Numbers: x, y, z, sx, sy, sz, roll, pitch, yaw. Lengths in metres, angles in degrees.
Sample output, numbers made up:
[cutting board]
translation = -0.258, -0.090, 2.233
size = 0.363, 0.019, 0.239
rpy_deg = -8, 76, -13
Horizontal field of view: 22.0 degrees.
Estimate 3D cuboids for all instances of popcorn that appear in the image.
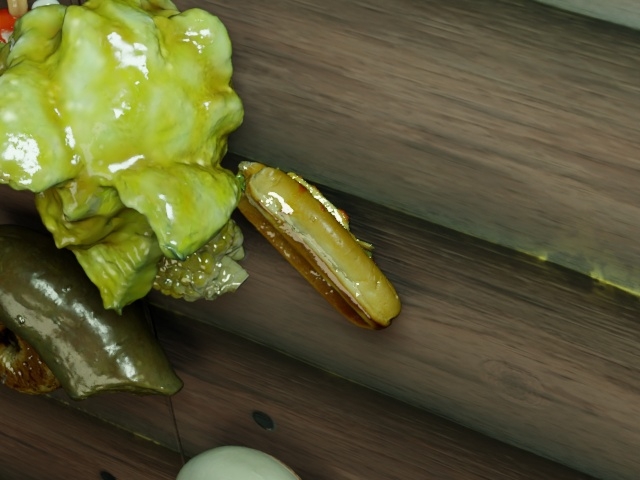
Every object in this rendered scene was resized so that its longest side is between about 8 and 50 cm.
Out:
[popcorn]
translation = -0.195, -0.102, 1.721
size = 0.326, 0.290, 0.321
rpy_deg = 36, 169, 45

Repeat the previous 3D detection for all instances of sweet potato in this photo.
[sweet potato]
translation = -0.341, 0.090, 2.183
size = 0.369, 0.158, 0.158
rpy_deg = 49, 144, -2

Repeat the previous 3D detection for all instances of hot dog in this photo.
[hot dog]
translation = 0.000, 0.000, 1.843
size = 0.250, 0.076, 0.104
rpy_deg = 47, 163, -6

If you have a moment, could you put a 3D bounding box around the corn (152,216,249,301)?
[corn]
translation = -0.229, -0.044, 1.947
size = 0.347, 0.130, 0.130
rpy_deg = 36, 145, 12

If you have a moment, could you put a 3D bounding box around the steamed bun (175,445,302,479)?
[steamed bun]
translation = -0.088, 0.375, 2.263
size = 0.232, 0.145, 0.232
rpy_deg = 38, 150, 26

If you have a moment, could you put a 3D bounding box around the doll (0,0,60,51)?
[doll]
translation = -0.355, -0.221, 1.868
size = 0.183, 0.085, 0.217
rpy_deg = -9, 136, 10

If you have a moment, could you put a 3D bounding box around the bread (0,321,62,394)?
[bread]
translation = -0.441, 0.145, 2.397
size = 0.193, 0.064, 0.193
rpy_deg = 21, 135, 23
